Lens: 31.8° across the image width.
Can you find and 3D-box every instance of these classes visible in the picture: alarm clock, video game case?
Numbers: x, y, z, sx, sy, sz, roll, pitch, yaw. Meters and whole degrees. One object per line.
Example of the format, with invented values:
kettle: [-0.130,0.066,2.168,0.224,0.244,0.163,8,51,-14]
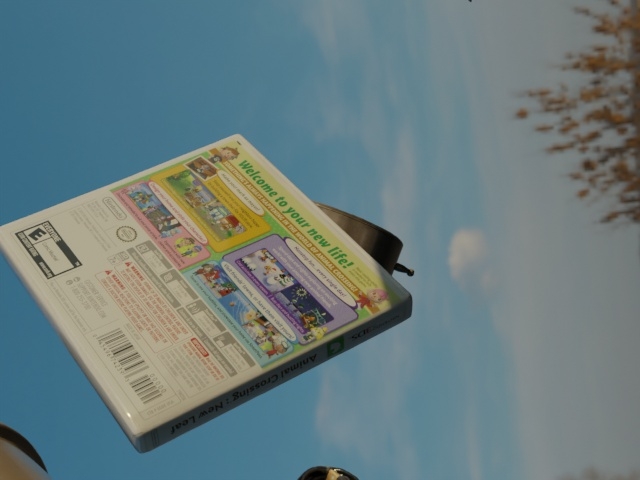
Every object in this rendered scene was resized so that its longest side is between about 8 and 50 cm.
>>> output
alarm clock: [0.000,0.000,1.060,0.192,0.129,0.064,35,-105,-53]
video game case: [-0.080,0.021,0.725,0.193,0.212,0.023,-25,-44,-24]

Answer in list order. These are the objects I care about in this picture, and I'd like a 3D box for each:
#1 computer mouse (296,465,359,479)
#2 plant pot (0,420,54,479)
computer mouse: [0.057,0.162,0.545,0.071,0.242,0.041,-19,-64,-30]
plant pot: [-0.278,0.321,0.908,0.323,0.280,0.323,-31,-51,-47]
